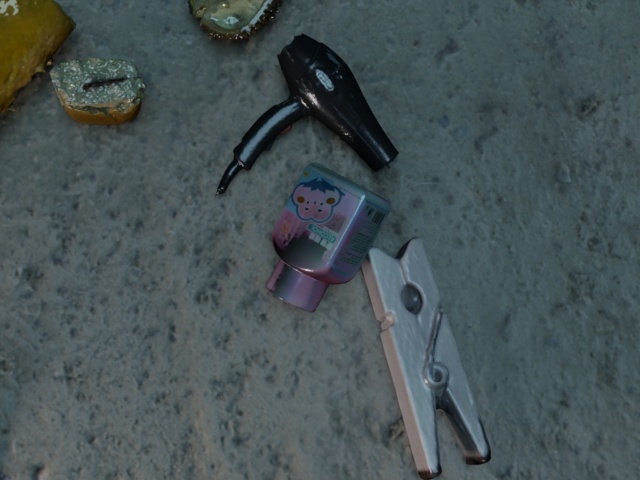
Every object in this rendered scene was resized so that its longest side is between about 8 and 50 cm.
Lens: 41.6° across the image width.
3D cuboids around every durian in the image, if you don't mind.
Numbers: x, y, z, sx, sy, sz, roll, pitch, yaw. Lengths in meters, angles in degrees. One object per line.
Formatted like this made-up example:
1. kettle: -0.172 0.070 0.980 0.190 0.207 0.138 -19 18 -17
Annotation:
1. durian: -0.104 -0.372 1.250 0.188 0.091 0.148 -23 84 14

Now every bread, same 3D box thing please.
1. bread: -0.312 -0.206 1.198 0.125 0.106 0.082 -8 75 -11
2. bread: -0.534 -0.230 1.148 0.236 0.165 0.375 35 78 3

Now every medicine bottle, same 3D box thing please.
1. medicine bottle: 0.000 0.000 1.179 0.119 0.094 0.188 31 95 31

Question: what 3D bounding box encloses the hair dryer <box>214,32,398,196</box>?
1. hair dryer: -0.042 -0.142 1.244 0.272 0.091 0.235 -39 96 2

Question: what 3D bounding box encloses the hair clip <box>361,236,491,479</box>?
1. hair clip: 0.141 0.163 1.190 0.101 0.085 0.331 -14 76 -10
